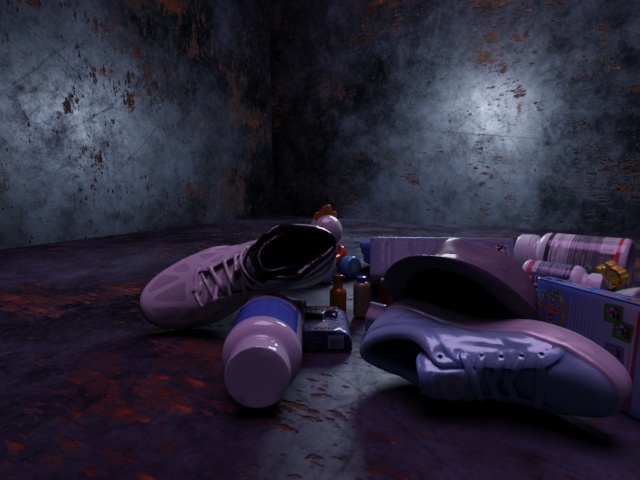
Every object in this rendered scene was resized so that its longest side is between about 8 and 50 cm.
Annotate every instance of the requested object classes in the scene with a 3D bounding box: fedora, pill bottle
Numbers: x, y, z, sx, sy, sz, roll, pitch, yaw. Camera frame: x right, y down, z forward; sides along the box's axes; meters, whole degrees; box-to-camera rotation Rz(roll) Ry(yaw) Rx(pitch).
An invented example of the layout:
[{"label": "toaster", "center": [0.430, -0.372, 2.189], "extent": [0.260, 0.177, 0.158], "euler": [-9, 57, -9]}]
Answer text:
[{"label": "fedora", "center": [0.258, 0.088, 0.726], "extent": [0.275, 0.244, 0.124], "euler": [37, 58, 7]}, {"label": "pill bottle", "center": [0.728, 0.063, 1.232], "extent": [0.283, 0.162, 0.161], "euler": [7, 12, 44]}, {"label": "pill bottle", "center": [0.618, 0.112, 1.084], "extent": [0.107, 0.108, 0.180], "euler": [-9, 11, -43]}, {"label": "pill bottle", "center": [-0.090, 0.169, 0.685], "extent": [0.124, 0.125, 0.221], "euler": [-1, 7, -2]}]

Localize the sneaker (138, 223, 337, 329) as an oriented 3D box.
[{"label": "sneaker", "center": [-0.176, 0.053, 0.862], "extent": [0.446, 0.169, 0.257], "euler": [-18, -12, -7]}]

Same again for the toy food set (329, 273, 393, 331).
[{"label": "toy food set", "center": [0.131, 0.138, 0.949], "extent": [0.111, 0.105, 0.232], "euler": [-9, 12, -44]}]

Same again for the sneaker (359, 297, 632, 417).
[{"label": "sneaker", "center": [0.217, 0.191, 0.611], "extent": [0.365, 0.135, 0.150], "euler": [4, 27, 45]}]

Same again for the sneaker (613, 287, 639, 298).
[{"label": "sneaker", "center": [0.509, 0.174, 0.825], "extent": [0.255, 0.094, 0.151], "euler": [-19, -12, -17]}]

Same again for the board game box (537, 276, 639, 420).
[{"label": "board game box", "center": [0.419, 0.155, 0.637], "extent": [0.039, 0.160, 0.211], "euler": [-3, 9, -22]}]

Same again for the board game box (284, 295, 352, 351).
[{"label": "board game box", "center": [-0.035, 0.170, 0.898], "extent": [0.193, 0.060, 0.194], "euler": [-1, 9, 0]}]

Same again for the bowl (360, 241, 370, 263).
[{"label": "bowl", "center": [0.336, 0.047, 1.505], "extent": [0.390, 0.077, 0.391], "euler": [1, 1, 0]}]

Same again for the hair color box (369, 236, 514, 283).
[{"label": "hair color box", "center": [0.329, 0.065, 1.208], "extent": [0.373, 0.114, 0.185], "euler": [1, -13, 7]}]

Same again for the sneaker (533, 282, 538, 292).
[{"label": "sneaker", "center": [0.455, 0.147, 1.058], "extent": [0.223, 0.083, 0.098], "euler": [4, -15, 20]}]

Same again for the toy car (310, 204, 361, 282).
[{"label": "toy car", "center": [0.000, 0.000, 1.428], "extent": [0.210, 0.238, 0.219], "euler": [-7, 10, -38]}]

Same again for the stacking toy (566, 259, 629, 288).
[{"label": "stacking toy", "center": [0.486, 0.120, 0.870], "extent": [0.166, 0.052, 0.221], "euler": [-23, -17, -7]}]
